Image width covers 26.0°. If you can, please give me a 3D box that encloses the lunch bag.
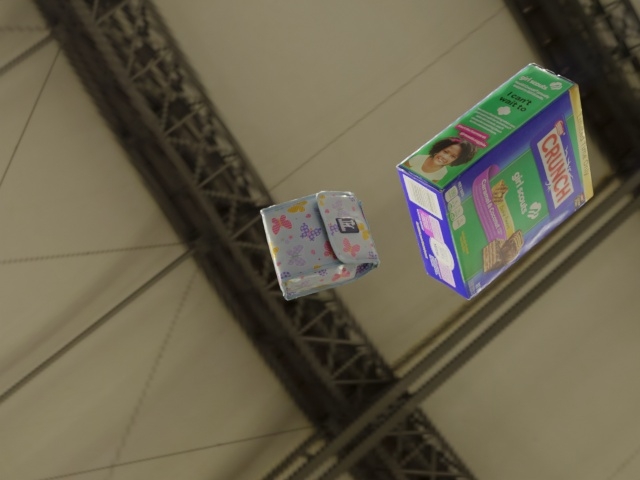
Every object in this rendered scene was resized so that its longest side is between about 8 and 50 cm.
[{"bbox_3d":[0.000,0.000,1.129,0.083,0.053,0.071,-14,-114,-4],"label":"lunch bag"}]

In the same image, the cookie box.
[{"bbox_3d":[0.103,-0.034,0.794,0.107,0.040,0.092,-39,-43,-19],"label":"cookie box"}]
